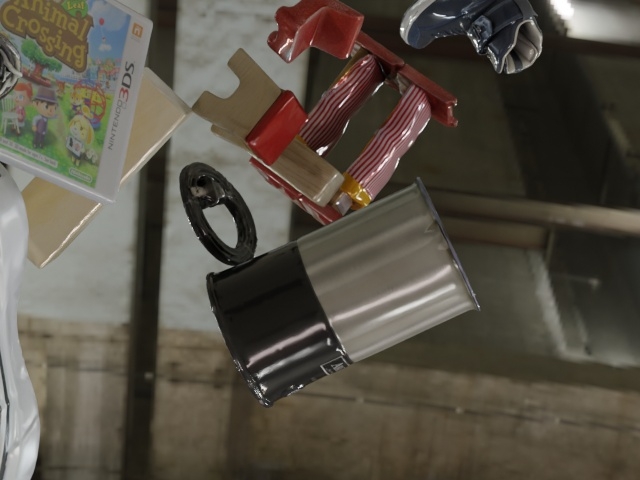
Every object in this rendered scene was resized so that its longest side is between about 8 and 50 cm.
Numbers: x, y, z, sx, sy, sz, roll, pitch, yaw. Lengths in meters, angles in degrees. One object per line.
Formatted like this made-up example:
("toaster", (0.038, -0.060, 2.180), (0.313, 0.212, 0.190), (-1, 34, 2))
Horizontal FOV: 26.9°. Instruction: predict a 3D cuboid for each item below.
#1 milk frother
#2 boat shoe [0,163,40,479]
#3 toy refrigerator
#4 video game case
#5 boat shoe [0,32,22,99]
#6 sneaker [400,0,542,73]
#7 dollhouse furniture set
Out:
("milk frother", (0.000, 0.000, 0.769), (0.134, 0.143, 0.129), (-25, -175, 3))
("boat shoe", (-0.270, 0.085, 0.897), (0.121, 0.335, 0.119), (29, -136, 24))
("toy refrigerator", (-0.290, -0.097, 1.703), (0.094, 0.269, 0.102), (44, -173, -5))
("video game case", (-0.253, -0.157, 1.233), (0.023, 0.193, 0.212), (-5, 159, 41))
("boat shoe", (-0.240, -0.109, 0.915), (0.065, 0.075, 0.206), (19, -172, 6))
("sneaker", (0.203, -0.276, 1.803), (0.086, 0.226, 0.163), (-26, -99, -32))
("dollhouse furniture set", (0.022, -0.132, 1.416), (0.152, 0.201, 0.374), (37, 178, 11))
